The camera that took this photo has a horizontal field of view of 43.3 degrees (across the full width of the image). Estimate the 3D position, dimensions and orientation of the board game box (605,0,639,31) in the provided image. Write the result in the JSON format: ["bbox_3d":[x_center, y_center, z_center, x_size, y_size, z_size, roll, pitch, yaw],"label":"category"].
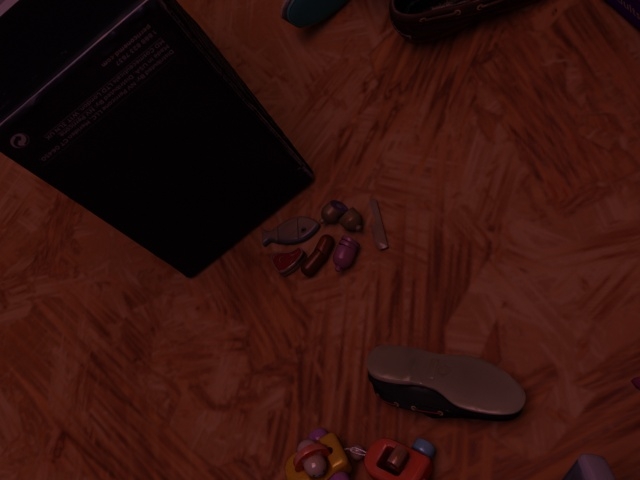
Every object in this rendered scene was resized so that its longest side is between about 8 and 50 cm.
[{"bbox_3d":[0.419,-0.280,0.516,0.356,0.356,0.356,-35,56,5],"label":"board game box"}]

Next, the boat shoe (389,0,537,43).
[{"bbox_3d":[0.164,-0.258,0.787,0.207,0.073,0.073,-28,76,11],"label":"boat shoe"}]

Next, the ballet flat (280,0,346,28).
[{"bbox_3d":[0.018,-0.295,0.893,0.168,0.057,0.052,-37,46,-8],"label":"ballet flat"}]

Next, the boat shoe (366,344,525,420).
[{"bbox_3d":[0.101,0.120,0.655,0.133,0.042,0.049,9,45,27],"label":"boat shoe"}]

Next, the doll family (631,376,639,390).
[{"bbox_3d":[0.239,0.113,0.334,0.263,0.118,0.163,-24,63,37],"label":"doll family"}]

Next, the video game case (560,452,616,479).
[{"bbox_3d":[0.151,0.254,0.472,0.190,0.022,0.173,-99,27,-55],"label":"video game case"}]

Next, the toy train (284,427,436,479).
[{"bbox_3d":[0.011,0.206,0.632,0.125,0.046,0.166,24,64,38],"label":"toy train"}]

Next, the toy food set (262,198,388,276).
[{"bbox_3d":[0.000,0.000,0.771,0.122,0.019,0.078,-20,59,14],"label":"toy food set"}]

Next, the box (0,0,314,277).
[{"bbox_3d":[-0.196,-0.162,0.775,0.182,0.294,0.296,-39,56,5],"label":"box"}]
